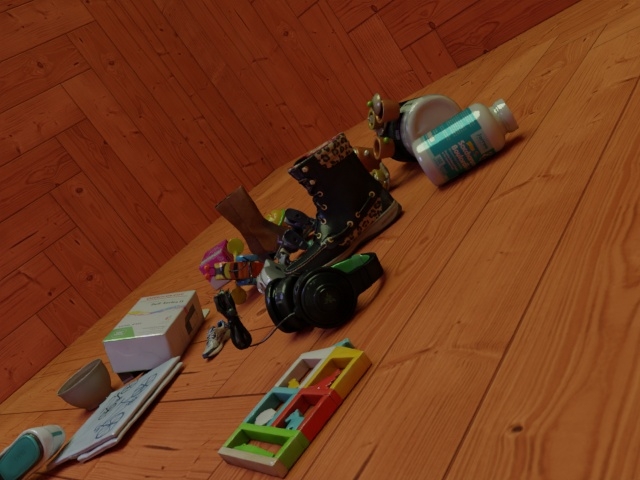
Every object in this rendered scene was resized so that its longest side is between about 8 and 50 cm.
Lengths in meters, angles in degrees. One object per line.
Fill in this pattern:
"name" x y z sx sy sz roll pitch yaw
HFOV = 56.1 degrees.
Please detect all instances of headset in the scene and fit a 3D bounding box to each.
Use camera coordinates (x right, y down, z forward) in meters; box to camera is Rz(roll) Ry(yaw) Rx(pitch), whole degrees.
"headset" -0.042 0.106 1.305 0.394 0.185 0.243 -32 8 -37

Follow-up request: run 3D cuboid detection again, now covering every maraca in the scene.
"maraca" -0.183 -0.041 2.336 0.127 0.099 0.185 -25 40 65

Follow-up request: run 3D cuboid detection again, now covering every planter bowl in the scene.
"planter bowl" -0.730 0.468 1.899 0.162 0.109 0.162 -34 13 9

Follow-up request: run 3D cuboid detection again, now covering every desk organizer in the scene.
"desk organizer" -0.568 0.389 1.844 0.047 0.050 0.130 -32 2 16

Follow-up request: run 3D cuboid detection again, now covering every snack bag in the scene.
"snack bag" -0.557 0.474 1.624 0.343 0.037 0.323 -31 13 30

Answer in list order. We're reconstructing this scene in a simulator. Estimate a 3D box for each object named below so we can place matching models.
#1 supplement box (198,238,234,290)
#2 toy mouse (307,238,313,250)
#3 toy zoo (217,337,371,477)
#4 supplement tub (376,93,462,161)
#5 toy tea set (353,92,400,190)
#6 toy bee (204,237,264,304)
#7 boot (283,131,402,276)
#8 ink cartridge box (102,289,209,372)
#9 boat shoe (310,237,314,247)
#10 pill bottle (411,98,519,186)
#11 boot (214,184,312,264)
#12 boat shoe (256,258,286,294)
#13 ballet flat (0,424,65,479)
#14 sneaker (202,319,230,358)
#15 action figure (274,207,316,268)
"supplement box" -0.388 0.091 2.337 0.114 0.111 0.220 -34 14 5
"toy mouse" 0.000 0.000 1.882 0.143 0.031 0.161 -45 16 -33
"toy zoo" -0.032 0.274 1.044 0.293 0.030 0.192 -45 17 -33
"supplement tub" 0.313 -0.360 1.969 0.207 0.207 0.338 -37 14 -7
"toy tea set" 0.155 -0.318 1.926 0.124 0.335 0.200 -4 34 -13
"toy bee" -0.268 0.082 1.843 0.162 0.195 0.298 -3 -26 3
"boot" 0.004 -0.085 1.619 0.377 0.284 0.138 -36 14 -6
"ink cartridge box" -0.503 0.263 1.893 0.207 0.119 0.353 -8 20 11
"boat shoe" 0.043 -0.034 1.791 0.076 0.083 0.226 15 60 21
"pill bottle" 0.389 -0.269 1.609 0.264 0.146 0.146 -32 14 18
"boot" -0.190 -0.079 2.075 0.264 0.280 0.096 -26 17 34
"boat shoe" -0.138 0.122 1.720 0.084 0.095 0.258 -62 4 5
"ballet flat" -0.842 0.625 1.637 0.400 0.139 0.139 -37 13 18
"sneaker" -0.290 0.267 1.630 0.052 0.058 0.135 -27 17 33
"action figure" -0.075 -0.004 1.833 0.285 0.099 0.185 105 -175 -79
